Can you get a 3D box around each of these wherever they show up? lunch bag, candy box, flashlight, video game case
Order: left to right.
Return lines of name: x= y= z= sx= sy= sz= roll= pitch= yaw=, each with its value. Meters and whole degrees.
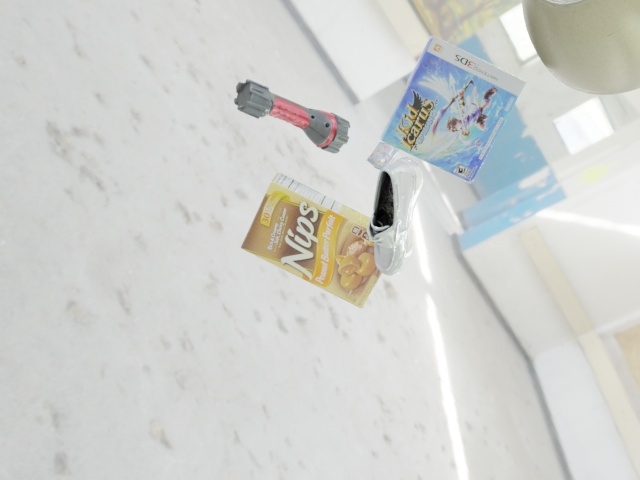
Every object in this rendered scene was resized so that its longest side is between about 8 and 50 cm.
flashlight: x=-0.067 y=-0.309 z=1.866 sx=0.304 sy=0.103 sz=0.103 roll=16 pitch=77 yaw=-36
candy box: x=0.000 y=0.000 z=1.691 sx=0.316 sy=0.183 sz=0.087 roll=26 pitch=22 yaw=-2
lunch bag: x=0.182 y=-0.236 z=2.102 sx=0.053 sy=0.071 sz=0.083 roll=37 pitch=-5 yaw=-27
video game case: x=0.308 y=-0.306 z=1.747 sx=0.244 sy=0.270 sz=0.061 roll=24 pitch=15 yaw=-6

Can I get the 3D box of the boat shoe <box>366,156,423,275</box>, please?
boat shoe: x=0.095 y=-0.025 z=1.027 sx=0.063 sy=0.184 sz=0.066 roll=-19 pitch=47 yaw=-35

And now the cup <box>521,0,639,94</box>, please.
cup: x=0.486 y=-0.447 z=1.300 sx=0.236 sy=0.331 sz=0.331 roll=9 pitch=53 yaw=-50
